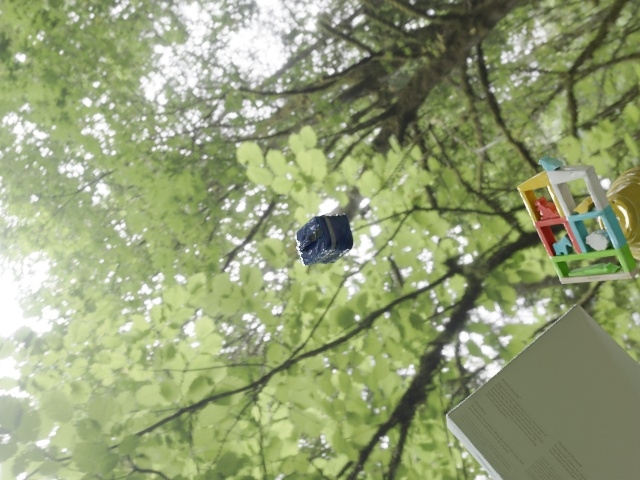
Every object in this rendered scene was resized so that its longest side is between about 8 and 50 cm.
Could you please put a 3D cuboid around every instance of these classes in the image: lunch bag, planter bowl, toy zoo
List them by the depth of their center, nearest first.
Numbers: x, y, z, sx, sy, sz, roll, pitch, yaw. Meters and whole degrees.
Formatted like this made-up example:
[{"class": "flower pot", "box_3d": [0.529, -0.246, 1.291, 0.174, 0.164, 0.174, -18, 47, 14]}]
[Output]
[{"class": "lunch bag", "box_3d": [0.000, 0.000, 1.215, 0.065, 0.098, 0.067, -3, -113, -32]}, {"class": "toy zoo", "box_3d": [0.535, -0.047, 1.597, 0.030, 0.192, 0.293, -32, -81, -29]}, {"class": "planter bowl", "box_3d": [0.689, -0.052, 1.672, 0.090, 0.217, 0.217, -9, -104, -24]}]

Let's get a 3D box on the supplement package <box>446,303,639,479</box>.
[{"class": "supplement package", "box_3d": [0.290, 0.224, 0.894, 0.203, 0.149, 0.194, -39, -110, -5]}]
